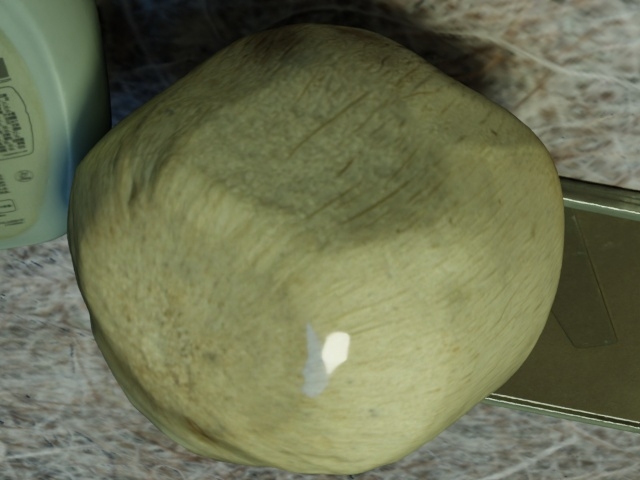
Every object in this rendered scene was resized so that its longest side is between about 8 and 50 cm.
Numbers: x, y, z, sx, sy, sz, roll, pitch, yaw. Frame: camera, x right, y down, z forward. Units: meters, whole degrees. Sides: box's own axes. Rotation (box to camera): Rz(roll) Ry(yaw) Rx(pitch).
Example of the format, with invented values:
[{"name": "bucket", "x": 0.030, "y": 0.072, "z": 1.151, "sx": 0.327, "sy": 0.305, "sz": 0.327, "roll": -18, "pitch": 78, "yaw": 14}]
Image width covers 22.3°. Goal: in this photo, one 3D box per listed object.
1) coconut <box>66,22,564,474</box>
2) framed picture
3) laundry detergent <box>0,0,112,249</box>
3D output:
[{"name": "coconut", "x": 0.000, "y": 0.000, "z": 0.731, "sx": 0.224, "sy": 0.224, "sz": 0.224, "roll": 5, "pitch": 142, "yaw": 4}, {"name": "framed picture", "x": 0.149, "y": 0.041, "z": 0.893, "sx": 0.150, "sy": 0.015, "sz": 0.203, "roll": 10, "pitch": 143, "yaw": -3}, {"name": "laundry detergent", "x": -0.209, "y": -0.114, "z": 0.681, "sx": 0.215, "sy": 0.105, "sz": 0.280, "roll": 1, "pitch": 144, "yaw": 11}]
